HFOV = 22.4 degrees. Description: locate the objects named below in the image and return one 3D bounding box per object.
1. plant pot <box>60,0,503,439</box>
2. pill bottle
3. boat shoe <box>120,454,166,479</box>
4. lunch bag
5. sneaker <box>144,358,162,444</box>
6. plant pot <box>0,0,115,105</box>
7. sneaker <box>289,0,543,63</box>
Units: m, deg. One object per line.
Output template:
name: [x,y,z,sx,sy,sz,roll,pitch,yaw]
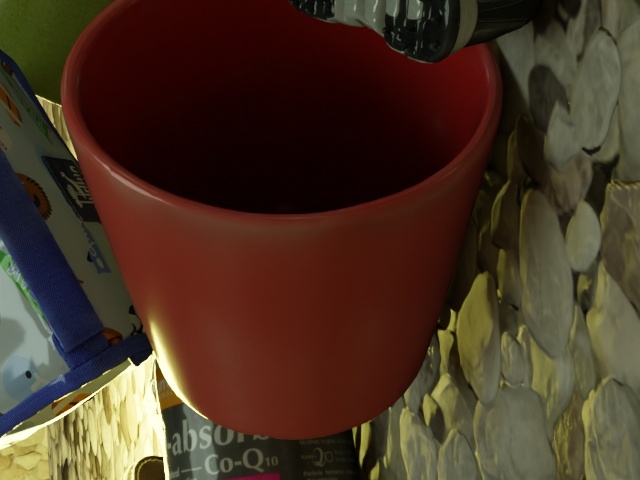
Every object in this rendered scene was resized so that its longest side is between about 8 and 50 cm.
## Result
plant pot: [-0.022,-0.016,1.070,0.275,0.275,0.243,-112,15,-45]
pill bottle: [-0.054,0.153,1.347,0.162,0.162,0.278,138,126,-69]
boat shoe: [-0.131,0.327,1.745,0.342,0.123,0.123,-121,43,-54]
lunch bag: [-0.307,0.017,1.473,0.327,0.239,0.385,59,155,3]
sneaker: [-0.153,0.181,1.798,0.086,0.085,0.237,69,167,-12]
plant pot: [-0.209,-0.314,1.599,0.293,0.275,0.274,-62,30,23]
sneaker: [0.050,-0.169,0.995,0.234,0.106,0.078,37,131,49]
